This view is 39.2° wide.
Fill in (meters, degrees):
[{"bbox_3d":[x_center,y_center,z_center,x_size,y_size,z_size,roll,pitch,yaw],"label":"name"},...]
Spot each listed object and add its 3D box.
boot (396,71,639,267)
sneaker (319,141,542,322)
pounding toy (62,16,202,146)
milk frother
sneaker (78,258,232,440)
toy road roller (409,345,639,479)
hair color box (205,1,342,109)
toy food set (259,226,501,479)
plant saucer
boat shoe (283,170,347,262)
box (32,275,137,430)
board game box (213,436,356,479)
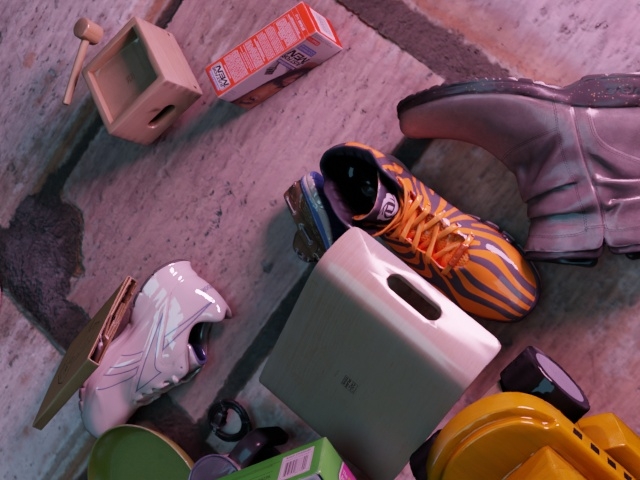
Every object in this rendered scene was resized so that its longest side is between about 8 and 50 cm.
[{"bbox_3d":[0.251,-0.079,1.082,0.338,0.118,0.222,0,89,23],"label":"boot"},{"bbox_3d":[0.116,-0.008,1.102,0.321,0.180,0.124,37,101,22],"label":"sneaker"},{"bbox_3d":[-0.297,-0.247,1.354,0.181,0.094,0.206,-39,64,22],"label":"pounding toy"},{"bbox_3d":[-0.128,0.291,1.217,0.143,0.135,0.129,18,91,23],"label":"milk frother"},{"bbox_3d":[-0.242,0.175,1.294,0.129,0.111,0.297,36,102,16],"label":"sneaker"},{"bbox_3d":[0.257,0.297,0.941,0.329,0.240,0.202,41,105,-9],"label":"toy road roller"},{"bbox_3d":[-0.064,-0.252,1.245,0.167,0.093,0.053,-29,76,20],"label":"hair color box"},{"bbox_3d":[0.062,0.154,1.106,0.220,0.092,0.306,40,135,14],"label":"toy food set"},{"bbox_3d":[-0.236,0.370,1.284,0.241,0.037,0.240,10,109,32],"label":"plant saucer"},{"bbox_3d":[0.000,0.000,1.222,0.066,0.066,0.183,-28,66,25],"label":"boat shoe"},{"bbox_3d":[-0.338,0.162,1.286,0.021,0.164,0.201,34,129,-16],"label":"box"},{"bbox_3d":[-0.017,0.414,1.112,0.242,0.064,0.316,-25,111,20],"label":"board game box"}]
